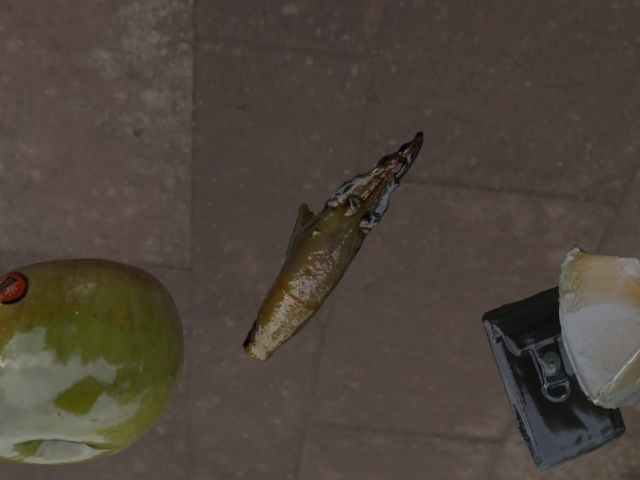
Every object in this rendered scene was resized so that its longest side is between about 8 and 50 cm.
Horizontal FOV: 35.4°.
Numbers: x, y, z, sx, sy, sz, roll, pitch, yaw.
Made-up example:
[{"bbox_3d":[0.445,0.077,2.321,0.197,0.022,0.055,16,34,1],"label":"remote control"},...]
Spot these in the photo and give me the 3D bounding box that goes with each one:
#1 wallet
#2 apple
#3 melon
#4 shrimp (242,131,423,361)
[{"bbox_3d":[0.344,0.198,1.465,0.169,0.245,0.052,-18,175,-21],"label":"wallet"},{"bbox_3d":[-0.268,0.133,1.070,0.261,0.193,0.260,-6,154,-3],"label":"apple"},{"bbox_3d":[0.260,0.050,0.826,0.203,0.139,0.093,-17,147,-43],"label":"melon"},{"bbox_3d":[-0.001,-0.005,0.947,0.066,0.262,0.117,38,172,-19],"label":"shrimp"}]
